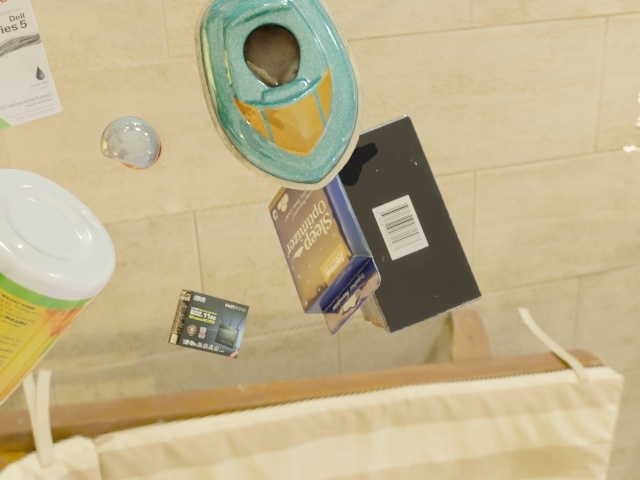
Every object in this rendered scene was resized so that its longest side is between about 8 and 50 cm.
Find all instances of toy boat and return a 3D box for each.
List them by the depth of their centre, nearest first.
[{"bbox_3d":[-0.105,-0.162,1.016,0.318,0.148,0.267,-24,94,-1],"label":"toy boat"}]

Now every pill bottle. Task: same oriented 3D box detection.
[{"bbox_3d":[-0.301,0.067,0.731,0.136,0.136,0.245,33,115,-27],"label":"pill bottle"}]

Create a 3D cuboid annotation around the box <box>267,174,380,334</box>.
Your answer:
[{"bbox_3d":[0.000,0.000,1.131,0.036,0.225,0.136,2,142,-34],"label":"box"}]

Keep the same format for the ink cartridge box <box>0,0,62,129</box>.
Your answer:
[{"bbox_3d":[-0.594,-0.336,1.478,0.198,0.115,0.272,-21,136,-18],"label":"ink cartridge box"}]

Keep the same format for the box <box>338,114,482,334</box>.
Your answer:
[{"bbox_3d":[0.121,-0.024,1.567,0.179,0.312,0.343,-22,90,-6],"label":"box"}]

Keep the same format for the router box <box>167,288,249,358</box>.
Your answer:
[{"bbox_3d":[-0.183,0.138,1.391,0.122,0.038,0.092,20,79,-40],"label":"router box"}]
